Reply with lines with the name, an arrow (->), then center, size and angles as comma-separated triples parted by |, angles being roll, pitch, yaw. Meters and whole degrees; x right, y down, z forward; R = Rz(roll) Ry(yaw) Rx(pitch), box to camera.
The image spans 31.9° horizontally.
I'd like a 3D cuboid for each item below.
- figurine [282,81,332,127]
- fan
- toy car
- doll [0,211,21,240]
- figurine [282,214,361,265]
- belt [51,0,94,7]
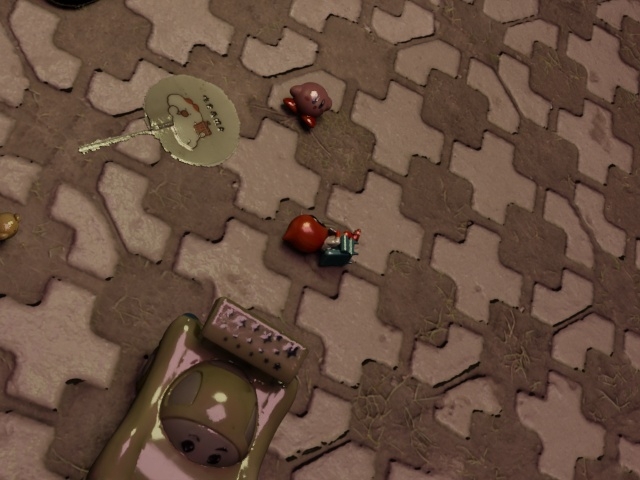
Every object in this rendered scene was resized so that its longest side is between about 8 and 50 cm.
figurine -> -0.022, -0.266, 2.123 | 0.083, 0.071, 0.067 | 38, 11, -17
fan -> -0.280, -0.200, 1.979 | 0.329, 0.009, 0.191 | -18, 76, -35
toy car -> -0.174, 0.282, 1.659 | 0.242, 0.226, 0.336 | 32, 53, -12
doll -> -0.513, -0.034, 1.738 | 0.093, 0.051, 0.061 | 29, 62, -12
figurine -> 0.000, 0.000, 2.004 | 0.140, 0.068, 0.075 | 15, 63, -15
belt -> -0.346, -0.514, 2.051 | 0.359, 0.094, 0.126 | -28, 83, -36
